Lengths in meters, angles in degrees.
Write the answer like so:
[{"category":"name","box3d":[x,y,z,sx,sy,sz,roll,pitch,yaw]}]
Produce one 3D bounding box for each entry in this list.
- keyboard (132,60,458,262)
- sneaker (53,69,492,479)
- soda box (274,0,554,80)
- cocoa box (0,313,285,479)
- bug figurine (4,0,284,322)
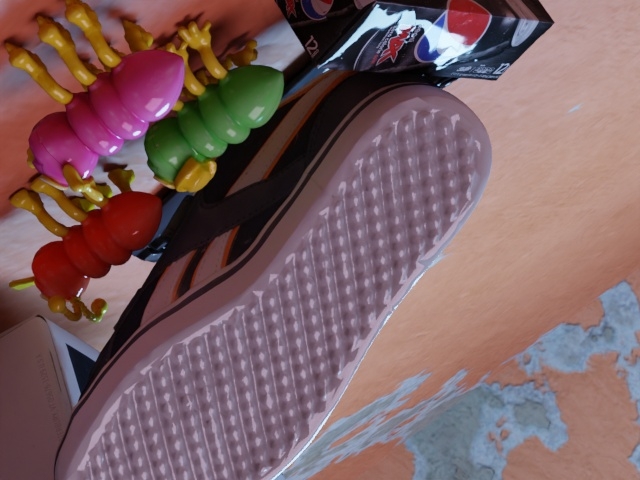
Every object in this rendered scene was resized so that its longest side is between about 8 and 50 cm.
[{"category":"keyboard","box3d":[0.021,-0.083,1.206,0.317,0.033,0.201,-40,166,26]},{"category":"sneaker","box3d":[-0.037,0.033,1.073,0.321,0.126,0.127,-47,-150,2]},{"category":"soda box","box3d":[0.053,-0.128,1.013,0.169,0.060,0.053,-3,145,-50]},{"category":"cocoa box","box3d":[-0.163,0.247,1.248,0.228,0.231,0.347,-29,147,12]},{"category":"bug figurine","box3d":[-0.128,-0.030,0.953,0.216,0.072,0.279,-38,165,18]}]
